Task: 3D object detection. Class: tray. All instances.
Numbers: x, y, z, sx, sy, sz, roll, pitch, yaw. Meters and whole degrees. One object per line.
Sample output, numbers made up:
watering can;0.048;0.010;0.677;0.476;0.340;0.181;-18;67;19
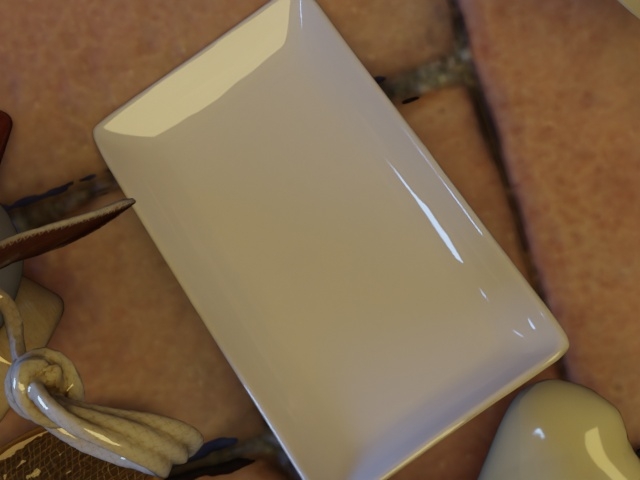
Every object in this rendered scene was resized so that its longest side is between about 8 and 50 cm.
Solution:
tray;0.000;0.000;0.976;0.145;0.030;0.270;-36;60;2

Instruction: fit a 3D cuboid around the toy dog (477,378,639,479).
toy dog;0.009;0.289;0.875;0.284;0.408;0.395;53;133;20

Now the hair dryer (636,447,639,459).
hair dryer;0.234;0.124;1.031;0.224;0.080;0.293;23;94;-3

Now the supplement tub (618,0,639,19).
supplement tub;0.216;-0.283;0.896;0.241;0.241;0.331;44;105;-5

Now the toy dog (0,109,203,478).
toy dog;-0.177;-0.011;0.914;0.220;0.334;0.161;30;76;-29

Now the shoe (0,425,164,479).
shoe;-0.177;0.165;1.038;0.219;0.058;0.076;-32;76;-3
